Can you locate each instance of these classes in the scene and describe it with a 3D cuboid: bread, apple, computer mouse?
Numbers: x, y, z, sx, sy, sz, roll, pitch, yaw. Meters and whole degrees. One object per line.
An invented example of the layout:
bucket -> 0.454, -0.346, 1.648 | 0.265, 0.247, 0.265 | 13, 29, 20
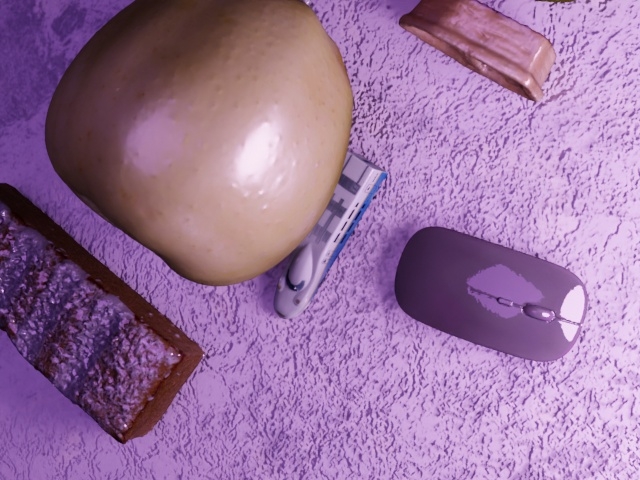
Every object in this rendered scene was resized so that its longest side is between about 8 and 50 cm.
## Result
bread -> -0.358, 0.092, 1.429 | 0.417, 0.113, 0.165 | 36, 105, 19
apple -> -0.132, -0.129, 1.216 | 0.357, 0.357, 0.357 | -1, 89, 24
computer mouse -> 0.193, 0.061, 1.217 | 0.232, 0.057, 0.120 | 20, 97, 23

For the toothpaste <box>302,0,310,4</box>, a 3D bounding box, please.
toothpaste -> -0.032, -0.371, 1.346 | 0.037, 0.021, 0.139 | -15, 81, 16

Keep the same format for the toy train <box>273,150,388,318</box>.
toy train -> 0.000, 0.000, 1.306 | 0.052, 0.051, 0.233 | 37, 103, 24

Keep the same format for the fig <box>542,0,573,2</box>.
fig -> 0.249, -0.359, 1.107 | 0.203, 0.235, 0.203 | 1, 92, 20

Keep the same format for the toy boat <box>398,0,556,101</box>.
toy boat -> 0.181, -0.234, 1.199 | 0.188, 0.116, 0.061 | 32, 97, 18
